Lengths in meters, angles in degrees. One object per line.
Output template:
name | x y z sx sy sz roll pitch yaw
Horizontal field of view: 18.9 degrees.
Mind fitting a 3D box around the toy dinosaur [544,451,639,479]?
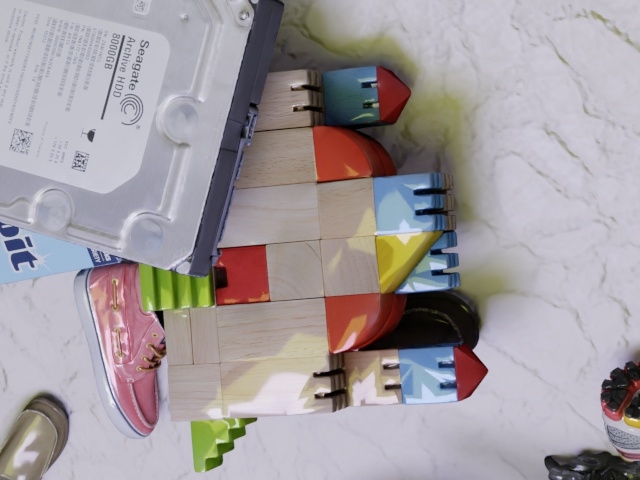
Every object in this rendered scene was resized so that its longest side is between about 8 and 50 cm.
toy dinosaur | 0.232 0.290 1.685 0.322 0.218 0.164 41 120 -3

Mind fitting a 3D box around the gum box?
gum box | -0.286 -0.041 1.793 0.184 0.041 0.157 -10 110 20

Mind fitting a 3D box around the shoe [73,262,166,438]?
shoe | -0.168 0.103 1.810 0.081 0.063 0.178 -8 107 26

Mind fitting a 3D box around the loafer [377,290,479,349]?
loafer | 0.041 0.112 1.741 0.220 0.078 0.080 -20 107 24

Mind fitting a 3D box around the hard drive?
hard drive | -0.216 -0.122 1.578 0.339 0.064 0.237 16 93 20

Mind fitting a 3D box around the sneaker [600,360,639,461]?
sneaker | 0.358 0.159 1.675 0.225 0.088 0.093 5 136 15

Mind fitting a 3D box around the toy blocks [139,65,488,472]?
toy blocks | 0.000 0.000 1.633 0.261 0.191 0.381 -5 89 16

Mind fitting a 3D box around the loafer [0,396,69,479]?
loafer | -0.294 0.221 1.911 0.056 0.050 0.148 27 119 4
